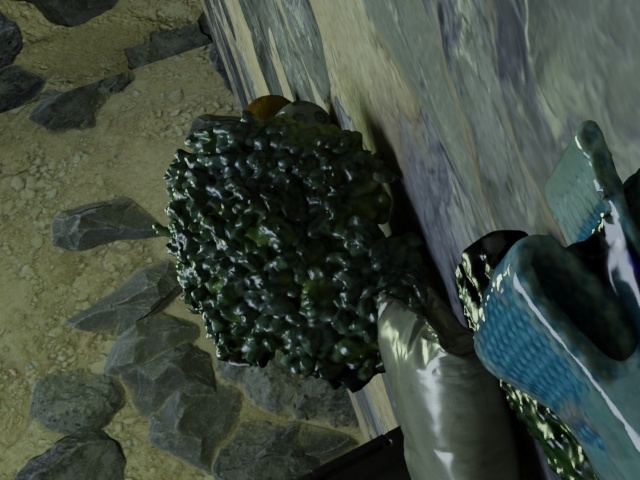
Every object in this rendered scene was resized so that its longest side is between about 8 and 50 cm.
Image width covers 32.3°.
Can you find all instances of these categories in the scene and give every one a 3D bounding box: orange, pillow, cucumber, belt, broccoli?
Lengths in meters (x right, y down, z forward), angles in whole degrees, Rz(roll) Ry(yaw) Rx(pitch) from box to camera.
[{"bbox_3d":[-0.064,-0.155,1.538,0.095,0.085,0.085,60,180,-24],"label":"orange"},{"bbox_3d":[0.098,0.128,0.801,0.134,0.077,0.181,-134,28,-73],"label":"pillow"},{"bbox_3d":[0.107,0.057,0.490,0.187,0.058,0.058,-117,9,-60],"label":"cucumber"},{"bbox_3d":[0.124,0.110,0.298,0.072,0.087,0.302,73,177,-74],"label":"belt"},{"bbox_3d":[0.000,0.000,1.006,0.245,0.248,0.288,-13,-110,-58],"label":"broccoli"}]

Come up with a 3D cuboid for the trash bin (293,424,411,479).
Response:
[{"bbox_3d":[0.081,0.341,1.152,0.250,0.219,0.219,60,173,30],"label":"trash bin"}]

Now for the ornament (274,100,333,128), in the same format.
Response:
[{"bbox_3d":[-0.015,-0.106,1.249,0.074,0.081,0.156,34,167,16],"label":"ornament"}]
